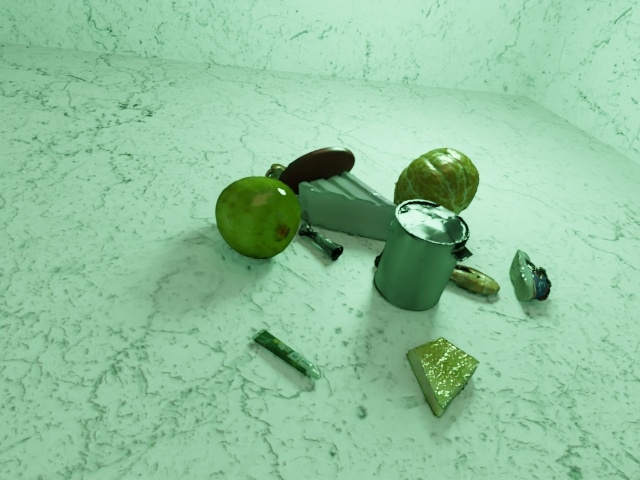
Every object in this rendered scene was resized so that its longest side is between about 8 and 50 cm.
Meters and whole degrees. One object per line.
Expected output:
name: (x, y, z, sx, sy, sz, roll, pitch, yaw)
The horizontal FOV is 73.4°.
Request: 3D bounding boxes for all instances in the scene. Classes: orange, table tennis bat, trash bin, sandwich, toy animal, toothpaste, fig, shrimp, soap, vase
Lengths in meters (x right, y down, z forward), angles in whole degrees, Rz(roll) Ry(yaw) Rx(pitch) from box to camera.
orange: (0.424, -0.193, 1.596, 0.329, 0.329, 0.249, -19, 62, -35)
table tennis bat: (-0.063, -0.233, 1.603, 0.415, 0.268, 0.051, -21, 70, 1)
trash bin: (0.295, 0.046, 1.285, 0.217, 0.262, 0.277, -19, 46, -35)
sandwich: (0.284, 0.325, 1.082, 0.162, 0.058, 0.193, 32, 42, 29)
toy animal: (-0.112, -0.269, 1.769, 0.312, 0.097, 0.157, 5, 26, -6)
toothpaste: (-0.082, 0.281, 1.064, 0.204, 0.031, 0.049, 28, 37, 25)
fig: (-0.210, -0.088, 1.351, 0.258, 0.258, 0.326, -13, 30, -30)
shrimp: (0.481, 0.111, 1.427, 0.236, 0.053, 0.133, 20, 39, 7)
soap: (0.094, -0.101, 1.520, 0.258, 0.159, 0.302, -15, 41, -38)
vase: (0.000, 0.000, 1.446, 0.059, 0.059, 0.167, -25, 49, -39)

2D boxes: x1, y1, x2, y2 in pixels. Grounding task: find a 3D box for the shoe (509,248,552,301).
shoe: (0.713, 0.117, 1.435, 0.125, 0.099, 0.227, 7, 40, 8)
